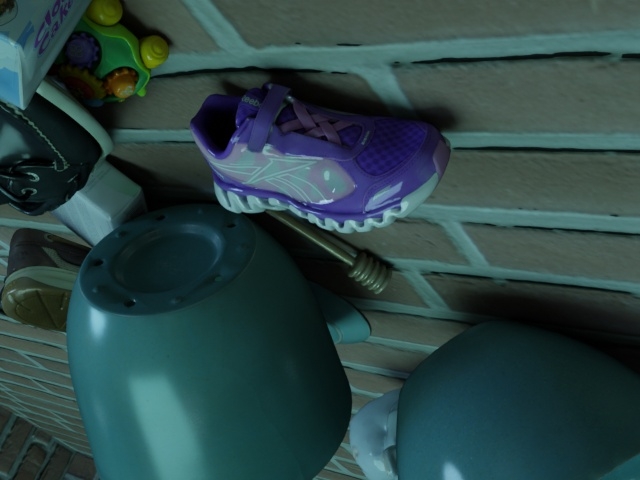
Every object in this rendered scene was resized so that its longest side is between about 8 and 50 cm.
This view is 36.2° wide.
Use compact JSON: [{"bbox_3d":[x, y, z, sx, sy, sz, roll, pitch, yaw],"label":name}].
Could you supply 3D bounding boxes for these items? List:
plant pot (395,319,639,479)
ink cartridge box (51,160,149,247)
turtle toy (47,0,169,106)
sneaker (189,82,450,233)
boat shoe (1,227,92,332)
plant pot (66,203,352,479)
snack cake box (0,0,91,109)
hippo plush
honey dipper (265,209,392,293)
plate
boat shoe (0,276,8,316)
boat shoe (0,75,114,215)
[{"bbox_3d":[0.186,0.194,0.963,0.195,0.290,0.290,54,170,27],"label":"plant pot"},{"bbox_3d":[-0.287,-0.065,1.118,0.225,0.056,0.181,39,160,14],"label":"ink cartridge box"},{"bbox_3d":[-0.192,-0.154,0.784,0.130,0.066,0.095,39,153,-31],"label":"turtle toy"},{"bbox_3d":[-0.014,-0.074,0.762,0.236,0.095,0.104,6,143,39],"label":"sneaker"},{"bbox_3d":[-0.239,0.063,1.251,0.342,0.123,0.123,17,138,-36],"label":"boat shoe"},{"bbox_3d":[-0.128,0.105,1.025,0.293,0.293,0.235,11,131,29],"label":"plant pot"},{"bbox_3d":[-0.271,-0.217,0.616,0.264,0.152,0.089,26,157,-5],"label":"snack cake box"},{"bbox_3d":[0.152,0.304,1.223,0.237,0.234,0.294,35,155,-26],"label":"hippo plush"},{"bbox_3d":[0.000,0.000,0.981,0.161,0.030,0.030,33,156,-13],"label":"honey dipper"},{"bbox_3d":[-0.029,0.089,1.204,0.188,0.024,0.188,19,157,9],"label":"plate"},{"bbox_3d":[-0.353,0.125,1.508,0.303,0.091,0.114,19,157,13],"label":"boat shoe"},{"bbox_3d":[-0.264,-0.080,0.855,0.127,0.113,0.340,41,170,-9],"label":"boat shoe"}]
